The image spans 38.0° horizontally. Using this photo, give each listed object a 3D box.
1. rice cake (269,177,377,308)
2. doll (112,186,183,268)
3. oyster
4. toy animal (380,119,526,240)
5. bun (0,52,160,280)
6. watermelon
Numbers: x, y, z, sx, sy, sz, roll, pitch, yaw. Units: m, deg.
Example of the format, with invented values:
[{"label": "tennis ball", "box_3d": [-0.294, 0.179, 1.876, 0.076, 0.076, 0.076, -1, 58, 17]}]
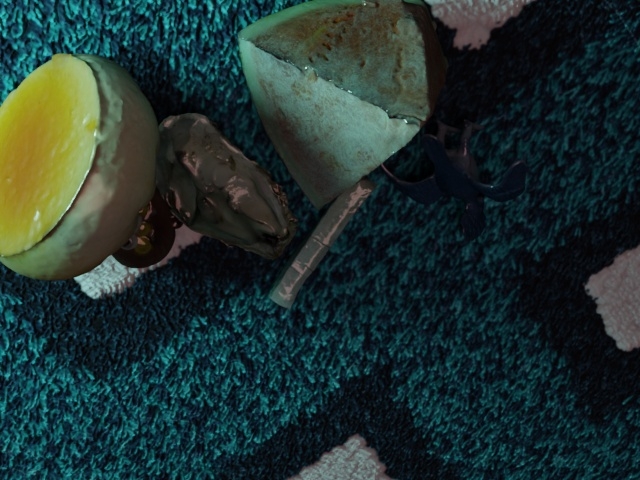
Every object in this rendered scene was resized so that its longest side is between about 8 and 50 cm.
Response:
[{"label": "rice cake", "box_3d": [0.000, 0.000, 1.442, 0.045, 0.042, 0.245, 34, 103, -8]}, {"label": "doll", "box_3d": [-0.293, -0.017, 1.339, 0.188, 0.096, 0.145, -25, 109, 9]}, {"label": "oyster", "box_3d": [-0.135, -0.076, 1.352, 0.252, 0.087, 0.199, 5, 90, -36]}, {"label": "toy animal", "box_3d": [0.211, -0.092, 1.393, 0.255, 0.239, 0.176, 5, 84, -59]}, {"label": "bun", "box_3d": [-0.309, -0.092, 1.210, 0.164, 0.299, 0.299, 22, 108, -48]}, {"label": "watermelon", "box_3d": [0.070, -0.177, 1.282, 0.283, 0.293, 0.250, -26, 146, -3]}]
